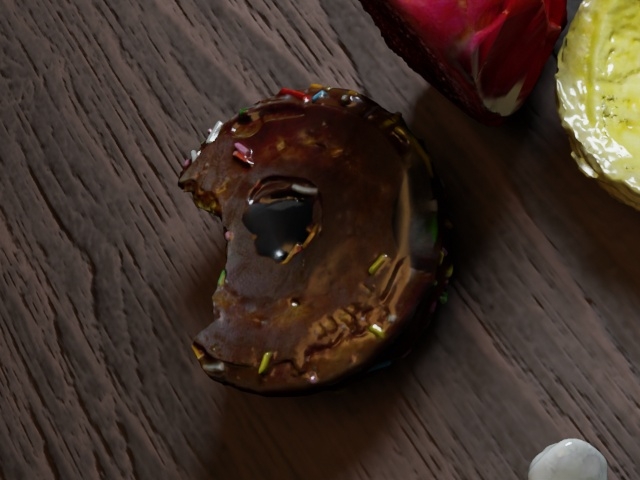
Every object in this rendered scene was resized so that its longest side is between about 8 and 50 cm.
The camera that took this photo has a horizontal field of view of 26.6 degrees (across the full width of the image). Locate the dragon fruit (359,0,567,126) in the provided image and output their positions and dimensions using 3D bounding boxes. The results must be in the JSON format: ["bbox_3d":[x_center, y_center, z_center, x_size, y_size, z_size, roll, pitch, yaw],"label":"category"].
[{"bbox_3d":[0.098,-0.170,0.891,0.163,0.262,0.189,-19,66,14],"label":"dragon fruit"}]

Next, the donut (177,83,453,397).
[{"bbox_3d":[0.000,0.001,0.987,0.216,0.096,0.230,-27,63,19],"label":"donut"}]

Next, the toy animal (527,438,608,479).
[{"bbox_3d":[0.178,0.285,0.763,0.208,0.154,0.325,-34,80,-6],"label":"toy animal"}]

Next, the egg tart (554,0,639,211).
[{"bbox_3d":[0.256,-0.101,0.868,0.213,0.090,0.212,-11,68,28],"label":"egg tart"}]
